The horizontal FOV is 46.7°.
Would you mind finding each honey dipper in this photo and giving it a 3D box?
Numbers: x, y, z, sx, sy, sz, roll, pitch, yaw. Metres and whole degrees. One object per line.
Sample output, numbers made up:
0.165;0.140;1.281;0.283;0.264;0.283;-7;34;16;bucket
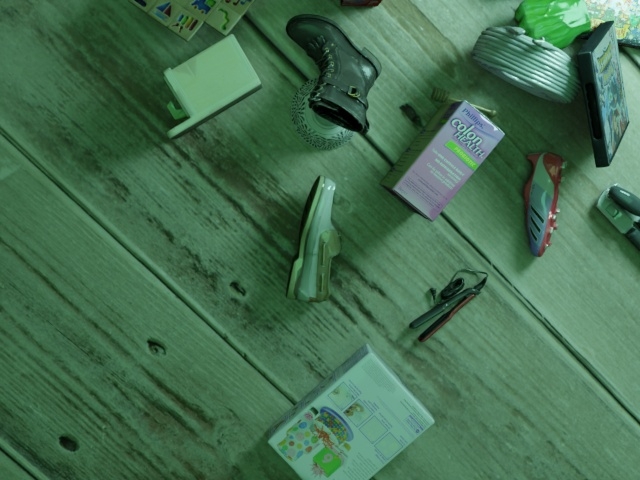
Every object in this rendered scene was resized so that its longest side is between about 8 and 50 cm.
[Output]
0.339;-0.322;1.734;0.160;0.030;0.031;15;97;-9;honey dipper

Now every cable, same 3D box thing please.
0.456;-0.380;1.617;0.257;0.257;0.089;22;102;-23;cable

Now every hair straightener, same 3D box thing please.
0.305;0.142;1.784;0.230;0.047;0.089;-38;98;2;hair straightener

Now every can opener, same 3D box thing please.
0.774;-0.020;1.764;0.283;0.095;0.076;44;94;-7;can opener

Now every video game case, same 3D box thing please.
0.622;-0.325;1.618;0.035;0.275;0.248;-4;115;33;video game case

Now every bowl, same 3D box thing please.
0.017;-0.292;1.693;0.170;0.080;0.170;0;99;-3;bowl

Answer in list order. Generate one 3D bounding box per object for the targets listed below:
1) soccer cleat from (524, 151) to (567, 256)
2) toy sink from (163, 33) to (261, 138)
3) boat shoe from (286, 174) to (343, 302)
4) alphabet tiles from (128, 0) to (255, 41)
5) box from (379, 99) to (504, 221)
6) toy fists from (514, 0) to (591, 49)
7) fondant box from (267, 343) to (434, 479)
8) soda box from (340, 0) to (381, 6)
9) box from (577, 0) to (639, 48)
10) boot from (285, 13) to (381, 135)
0.519;-0.086;1.759;0.095;0.083;0.248;13;104;25;soccer cleat
-0.260;-0.339;1.635;0.234;0.153;0.131;-31;98;2;toy sink
0.000;0.000;1.723;0.103;0.113;0.302;12;108;-6;boat shoe
-0.245;-0.600;1.601;0.285;0.011;0.342;35;80;11;alphabet tiles
0.263;-0.178;1.654;0.117;0.213;0.243;38;94;-7;box
0.491;-0.559;1.664;0.142;0.096;0.279;-18;91;-4;toy fists
0.071;0.448;1.791;0.330;0.096;0.238;-41;98;2;fondant box
0.096;-0.557;1.567;0.092;0.263;0.084;1;98;-3;soda box
0.710;-0.534;1.714;0.233;0.044;0.159;8;97;-4;box
0.017;-0.363;1.611;0.263;0.229;0.091;29;139;-8;boot
